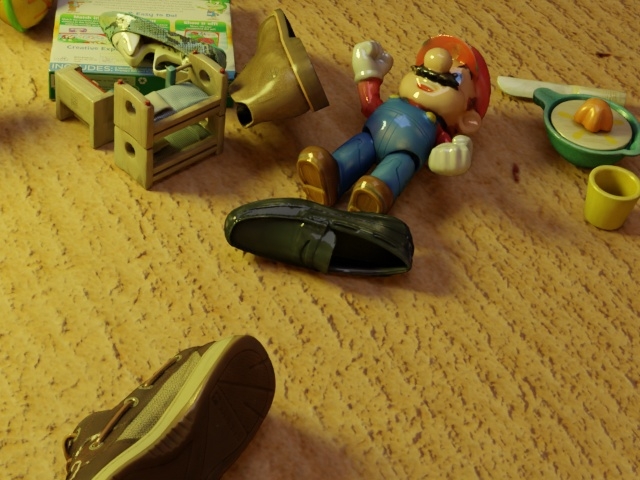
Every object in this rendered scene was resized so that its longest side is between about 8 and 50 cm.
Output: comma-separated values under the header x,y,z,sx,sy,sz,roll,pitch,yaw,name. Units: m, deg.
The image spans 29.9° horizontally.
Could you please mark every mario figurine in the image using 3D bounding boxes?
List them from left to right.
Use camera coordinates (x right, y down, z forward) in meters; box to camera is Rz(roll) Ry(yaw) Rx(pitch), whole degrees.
x,y,z,sx,sy,sz,roll,pitch,yaw,name
0.108,-0.167,1.518,0.198,0.170,0.320,48,54,-8,mario figurine

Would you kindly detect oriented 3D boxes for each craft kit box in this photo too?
x,y,z,sx,sy,sz,roll,pitch,yaw,name
-0.247,-0.282,1.675,0.250,0.061,0.246,2,45,-9,craft kit box

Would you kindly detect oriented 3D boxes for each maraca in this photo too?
x,y,z,sx,sy,sz,roll,pitch,yaw,name
-0.419,-0.382,1.659,0.099,0.185,0.127,-1,19,3,maraca

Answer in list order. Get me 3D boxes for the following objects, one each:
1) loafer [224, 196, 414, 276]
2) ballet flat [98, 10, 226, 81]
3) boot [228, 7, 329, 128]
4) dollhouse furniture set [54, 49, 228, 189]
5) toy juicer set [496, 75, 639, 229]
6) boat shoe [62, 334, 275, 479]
x,y,z,sx,sy,sz,roll,pitch,yaw,name
0.000,0.000,1.387,0.223,0.076,0.078,6,34,-9,loafer
-0.215,-0.246,1.559,0.188,0.070,0.070,18,42,14,ballet flat
-0.073,-0.225,1.577,0.115,0.112,0.305,-25,22,2,boot
-0.227,-0.184,1.511,0.129,0.129,0.184,-30,55,-36,dollhouse furniture set
0.398,-0.155,1.625,0.209,0.089,0.329,-7,43,-17,toy juicer set
-0.175,0.212,1.111,0.123,0.123,0.342,-1,38,36,boat shoe
